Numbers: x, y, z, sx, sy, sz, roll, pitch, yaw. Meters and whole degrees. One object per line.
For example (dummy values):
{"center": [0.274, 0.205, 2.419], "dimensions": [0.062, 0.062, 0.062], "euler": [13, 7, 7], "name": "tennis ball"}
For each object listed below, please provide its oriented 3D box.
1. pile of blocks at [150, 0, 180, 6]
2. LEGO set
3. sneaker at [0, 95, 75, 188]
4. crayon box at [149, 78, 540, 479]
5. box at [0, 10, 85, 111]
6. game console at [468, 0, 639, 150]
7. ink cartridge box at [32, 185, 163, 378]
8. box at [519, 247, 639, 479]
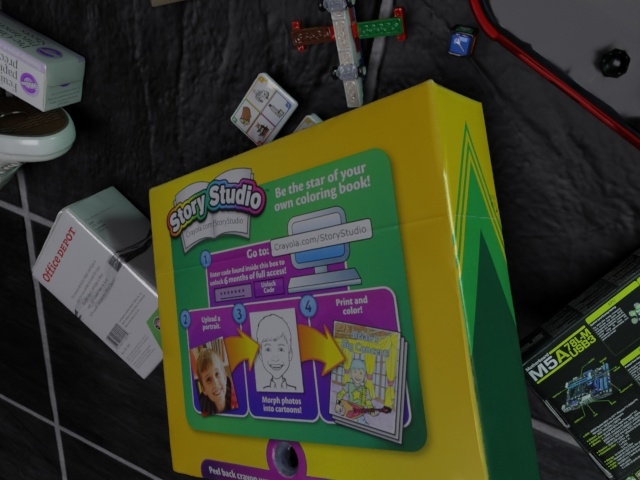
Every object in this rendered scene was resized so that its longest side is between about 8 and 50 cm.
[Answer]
{"center": [-0.132, -0.388, 0.436], "dimensions": [0.362, 0.112, 0.149], "euler": [90, 156, -49], "name": "pile of blocks"}
{"center": [0.037, -0.146, 0.531], "dimensions": [0.182, 0.060, 0.244], "euler": [41, 134, -4], "name": "LEGO set"}
{"center": [-0.423, -0.123, 0.725], "dimensions": [0.290, 0.106, 0.123], "euler": [12, 130, 28], "name": "sneaker"}
{"center": [-0.010, 0.066, 0.511], "dimensions": [0.362, 0.106, 0.313], "euler": [-11, 82, 39], "name": "crayon box"}
{"center": [-0.446, -0.267, 0.671], "dimensions": [0.323, 0.067, 0.063], "euler": [30, 125, 9], "name": "box"}
{"center": [0.332, -0.202, 0.354], "dimensions": [0.386, 0.060, 0.342], "euler": [38, 120, 2], "name": "game console"}
{"center": [-0.266, 0.059, 0.741], "dimensions": [0.219, 0.092, 0.160], "euler": [44, 125, -2], "name": "ink cartridge box"}
{"center": [0.302, 0.118, 0.490], "dimensions": [0.190, 0.045, 0.184], "euler": [-41, 94, 7], "name": "box"}
